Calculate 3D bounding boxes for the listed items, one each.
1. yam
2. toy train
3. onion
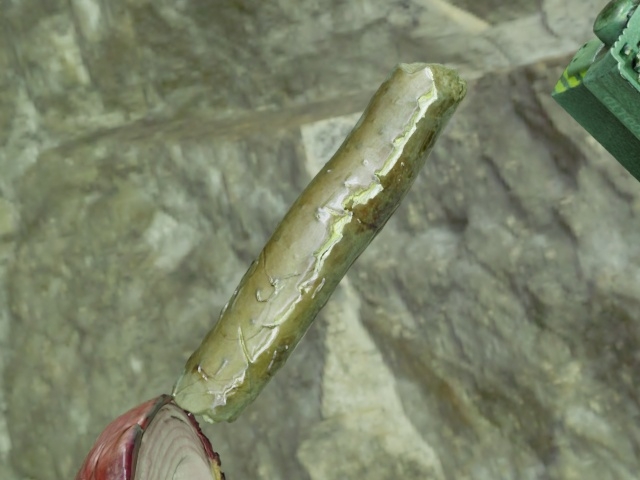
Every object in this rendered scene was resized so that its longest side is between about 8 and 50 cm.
[{"bbox_3d":[0.000,0.000,0.814,0.067,0.317,0.071,34,4,-24],"label":"yam"},{"bbox_3d":[0.372,-0.105,1.100,0.330,0.138,0.178,41,-22,-13],"label":"toy train"},{"bbox_3d":[-0.160,0.262,0.938,0.283,0.120,0.227,-47,121,-81],"label":"onion"}]
